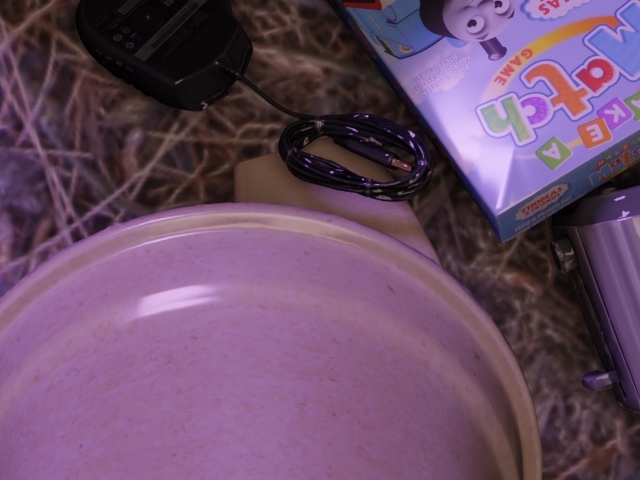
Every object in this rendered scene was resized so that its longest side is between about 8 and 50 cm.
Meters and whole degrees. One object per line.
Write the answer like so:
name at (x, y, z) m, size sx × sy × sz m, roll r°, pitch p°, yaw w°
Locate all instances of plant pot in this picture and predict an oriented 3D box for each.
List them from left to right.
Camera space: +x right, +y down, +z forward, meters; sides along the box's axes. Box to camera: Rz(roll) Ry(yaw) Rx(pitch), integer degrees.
plant pot at (-0.036, 0.194, 0.950) m, size 0.334 × 0.305 × 0.334 m, roll -1°, pitch 114°, yaw -3°
plant pot at (0.000, 0.000, 1.119) m, size 0.109 × 0.109 × 0.096 m, roll -17°, pitch 77°, yaw -5°

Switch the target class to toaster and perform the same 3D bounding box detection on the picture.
toaster at (0.249, 0.020, 1.125) m, size 0.227 × 0.129 × 0.146 m, roll -15°, pitch 93°, yaw -7°

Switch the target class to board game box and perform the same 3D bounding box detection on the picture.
board game box at (0.112, -0.121, 1.111) m, size 0.160 × 0.039 × 0.211 m, roll -31°, pitch 61°, yaw -5°

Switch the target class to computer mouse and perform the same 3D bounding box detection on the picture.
computer mouse at (-0.040, -0.081, 1.106) m, size 0.242 × 0.041 × 0.071 m, roll 33°, pitch 63°, yaw 25°
